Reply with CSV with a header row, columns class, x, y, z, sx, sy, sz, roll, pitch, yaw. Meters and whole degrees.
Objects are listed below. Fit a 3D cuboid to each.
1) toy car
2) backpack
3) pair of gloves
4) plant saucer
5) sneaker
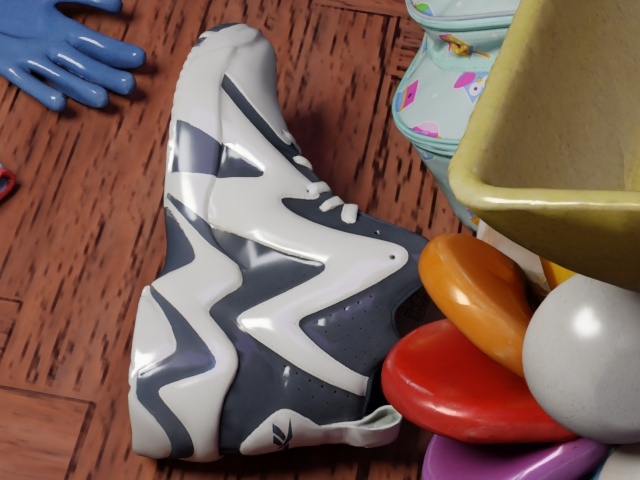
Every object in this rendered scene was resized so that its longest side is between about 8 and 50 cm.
class,x,y,z,sx,sy,sz,roll,pitch,yaw
toy car,0.099,0.065,0.694,0.136,0.182,0.159,-25,24,6
backpack,0.123,-0.096,0.834,0.166,0.144,0.188,-2,54,30
pair of gloves,-0.195,-0.088,0.894,0.159,0.023,0.198,32,56,19
plant saucer,0.248,-0.075,0.621,0.333,0.081,0.333,2,37,20
sneaker,0.000,0.000,0.784,0.153,0.094,0.235,6,50,0
